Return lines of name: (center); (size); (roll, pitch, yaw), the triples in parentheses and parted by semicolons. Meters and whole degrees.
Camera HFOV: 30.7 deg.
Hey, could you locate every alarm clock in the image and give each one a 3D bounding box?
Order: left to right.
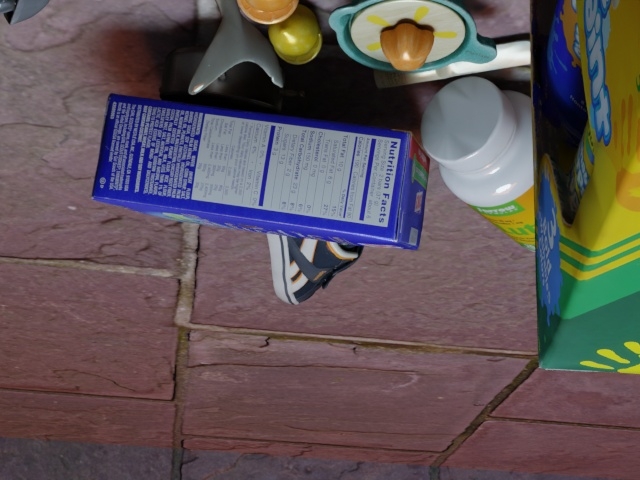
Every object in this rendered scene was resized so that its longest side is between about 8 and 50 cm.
alarm clock: (-0.115, -0.168, 1.246); (0.129, 0.064, 0.192); (10, 173, -39)

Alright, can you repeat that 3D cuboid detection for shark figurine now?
shark figurine: (-0.136, -0.239, 0.927); (0.278, 0.166, 0.116); (27, -161, 11)

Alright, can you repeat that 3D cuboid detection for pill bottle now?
pill bottle: (0.218, -0.086, 1.321); (0.136, 0.136, 0.245); (-14, 151, 33)

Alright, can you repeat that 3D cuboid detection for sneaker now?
sneaker: (0.000, 0.000, 1.553); (0.127, 0.126, 0.321); (6, 155, 6)

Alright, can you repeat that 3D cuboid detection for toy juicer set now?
toy juicer set: (0.056, -0.196, 1.146); (0.209, 0.090, 0.329); (-17, 150, 37)

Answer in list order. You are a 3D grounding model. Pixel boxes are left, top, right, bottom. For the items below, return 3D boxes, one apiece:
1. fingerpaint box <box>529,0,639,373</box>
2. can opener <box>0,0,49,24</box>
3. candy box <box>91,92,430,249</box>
fingerpaint box: (0.227, -0.180, 0.727); (0.163, 0.445, 0.371); (2, 157, 3)
can opener: (-0.282, -0.281, 1.039); (0.095, 0.076, 0.283); (-23, 167, -27)
candy box: (-0.049, -0.067, 1.266); (0.317, 0.122, 0.268); (9, 179, 9)
